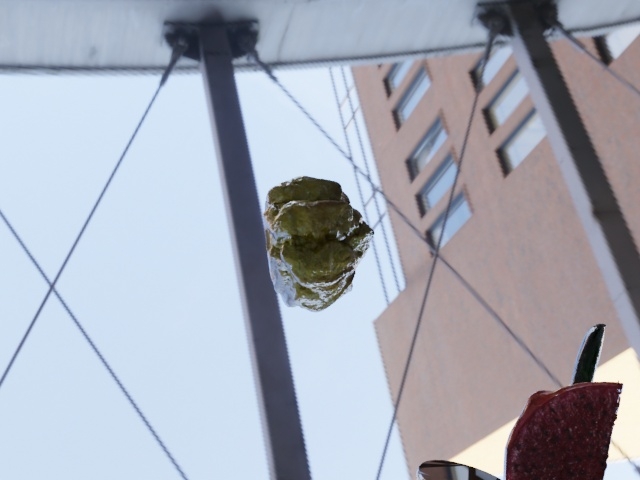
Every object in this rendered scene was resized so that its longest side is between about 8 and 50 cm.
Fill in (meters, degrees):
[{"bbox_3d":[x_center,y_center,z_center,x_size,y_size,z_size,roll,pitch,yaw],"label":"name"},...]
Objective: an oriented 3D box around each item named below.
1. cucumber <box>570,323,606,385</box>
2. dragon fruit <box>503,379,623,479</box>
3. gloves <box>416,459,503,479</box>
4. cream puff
[{"bbox_3d":[0.403,0.208,1.285,0.033,0.036,0.184,30,-113,-24],"label":"cucumber"},{"bbox_3d":[0.294,0.310,1.049,0.126,0.161,0.274,9,-116,24],"label":"dragon fruit"},{"bbox_3d":[0.129,0.409,0.945,0.116,0.133,0.294,15,-84,11],"label":"gloves"},{"bbox_3d":[-0.016,0.001,1.477,0.196,0.244,0.244,-24,-109,-19],"label":"cream puff"}]
